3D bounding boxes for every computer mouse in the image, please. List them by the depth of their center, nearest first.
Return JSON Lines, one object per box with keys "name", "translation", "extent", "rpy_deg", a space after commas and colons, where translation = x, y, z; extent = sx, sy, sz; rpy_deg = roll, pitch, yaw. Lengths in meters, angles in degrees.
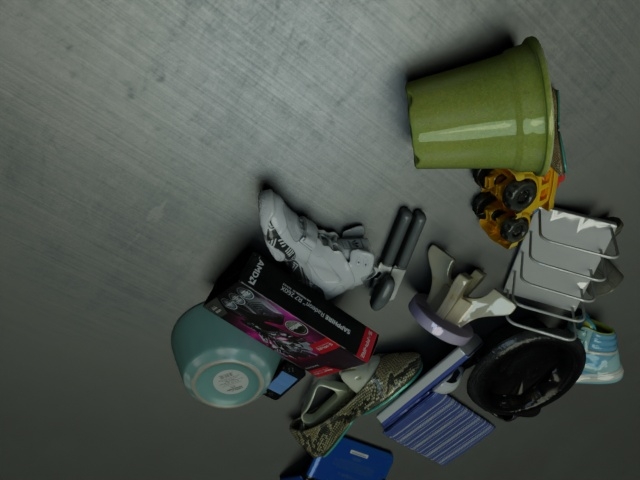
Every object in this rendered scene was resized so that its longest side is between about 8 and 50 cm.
{"name": "computer mouse", "translation": [0.385, 0.398, 1.614], "extent": [0.193, 0.042, 0.106], "rpy_deg": [-20, 156, -49]}

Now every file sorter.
{"name": "file sorter", "translation": [0.589, 0.086, 1.397], "extent": [0.193, 0.173, 0.277], "rpy_deg": [16, 124, 11]}

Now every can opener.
{"name": "can opener", "translation": [0.195, 0.052, 1.413], "extent": [0.074, 0.093, 0.280], "rpy_deg": [10, 117, -13]}

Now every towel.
{"name": "towel", "translation": [0.390, 0.616, 1.848], "extent": [0.243, 0.040, 0.336], "rpy_deg": [-43, 121, 17]}

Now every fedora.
{"name": "fedora", "translation": [0.551, 0.330, 1.563], "extent": [0.335, 0.152, 0.333], "rpy_deg": [-2, 123, -4]}

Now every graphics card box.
{"name": "graphics card box", "translation": [-0.075, 0.192, 1.356], "extent": [0.371, 0.094, 0.233], "rpy_deg": [36, 145, -16]}

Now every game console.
{"name": "game console", "translation": [-0.126, 0.423, 1.610], "extent": [0.124, 0.085, 0.144], "rpy_deg": [35, 113, -27]}
{"name": "game console", "translation": [0.055, 0.771, 1.905], "extent": [0.293, 0.173, 0.250], "rpy_deg": [27, 85, -24]}

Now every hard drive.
{"name": "hard drive", "translation": [0.316, 0.393, 1.603], "extent": [0.318, 0.040, 0.210], "rpy_deg": [-46, 162, 21]}

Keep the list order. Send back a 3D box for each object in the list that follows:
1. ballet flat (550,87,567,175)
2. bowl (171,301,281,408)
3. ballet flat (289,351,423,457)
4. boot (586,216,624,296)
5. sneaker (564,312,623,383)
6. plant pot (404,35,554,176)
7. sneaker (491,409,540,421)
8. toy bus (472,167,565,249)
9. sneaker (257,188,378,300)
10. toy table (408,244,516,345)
{"name": "ballet flat", "translation": [0.489, -0.232, 1.217], "extent": [0.067, 0.206, 0.073], "rpy_deg": [-5, 158, 20]}
{"name": "bowl", "translation": [-0.245, 0.322, 1.483], "extent": [0.312, 0.163, 0.311], "rpy_deg": [-3, 123, -5]}
{"name": "ballet flat", "translation": [0.075, 0.452, 1.632], "extent": [0.182, 0.164, 0.483], "rpy_deg": [40, 114, -6]}
{"name": "boot", "translation": [0.754, 0.050, 1.493], "extent": [0.208, 0.076, 0.190], "rpy_deg": [40, 124, -21]}
{"name": "sneaker", "translation": [0.709, 0.313, 1.648], "extent": [0.319, 0.127, 0.208], "rpy_deg": [-7, 107, 11]}
{"name": "plant pot", "translation": [0.307, -0.251, 1.141], "extent": [0.254, 0.276, 0.275], "rpy_deg": [-6, 125, 10]}
{"name": "sneaker", "translation": [0.587, 0.525, 1.755], "extent": [0.283, 0.124, 0.107], "rpy_deg": [25, 117, -22]}
{"name": "toy bus", "translation": [0.482, -0.117, 1.318], "extent": [0.212, 0.149, 0.220], "rpy_deg": [-19, 128, -14]}
{"name": "sneaker", "translation": [0.000, 0.000, 1.323], "extent": [0.210, 0.137, 0.365], "rpy_deg": [-22, 129, 6]}
{"name": "toy table", "translation": [0.341, 0.145, 1.418], "extent": [0.252, 0.274, 0.160], "rpy_deg": [36, 105, 9]}
